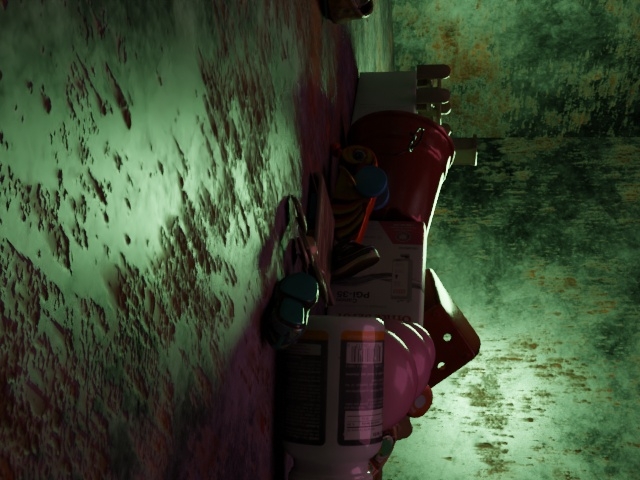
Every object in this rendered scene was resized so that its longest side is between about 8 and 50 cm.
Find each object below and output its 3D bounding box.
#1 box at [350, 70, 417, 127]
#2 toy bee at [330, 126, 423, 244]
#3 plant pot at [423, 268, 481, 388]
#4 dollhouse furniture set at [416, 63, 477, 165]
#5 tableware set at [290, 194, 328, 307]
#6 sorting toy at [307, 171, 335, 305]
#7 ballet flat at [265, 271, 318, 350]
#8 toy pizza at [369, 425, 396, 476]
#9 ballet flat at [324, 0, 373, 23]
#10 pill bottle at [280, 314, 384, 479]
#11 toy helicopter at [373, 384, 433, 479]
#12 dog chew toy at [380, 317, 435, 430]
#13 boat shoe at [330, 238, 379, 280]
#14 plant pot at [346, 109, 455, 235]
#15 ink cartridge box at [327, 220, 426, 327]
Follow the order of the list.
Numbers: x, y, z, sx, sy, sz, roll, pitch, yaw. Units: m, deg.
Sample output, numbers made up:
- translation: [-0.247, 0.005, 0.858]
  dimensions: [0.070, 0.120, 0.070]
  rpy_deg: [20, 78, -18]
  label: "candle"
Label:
- translation: [0.180, -0.286, 2.427]
  dimensions: [0.345, 0.168, 0.215]
  rpy_deg: [-79, 167, -48]
  label: "box"
- translation: [0.079, -0.133, 1.914]
  dimensions: [0.298, 0.162, 0.195]
  rpy_deg: [-53, 160, -33]
  label: "toy bee"
- translation: [0.283, 0.272, 2.414]
  dimensions: [0.267, 0.267, 0.236]
  rpy_deg: [55, 3, -7]
  label: "plant pot"
- translation: [0.347, -0.336, 2.424]
  dimensions: [0.212, 0.161, 0.242]
  rpy_deg: [67, 25, -68]
  label: "dollhouse furniture set"
- translation: [-0.021, 0.017, 1.421]
  dimensions: [0.141, 0.020, 0.168]
  rpy_deg: [-114, -171, -49]
  label: "tableware set"
- translation: [0.000, 0.000, 1.683]
  dimensions: [0.193, 0.038, 0.208]
  rpy_deg: [73, 15, -65]
  label: "sorting toy"
- translation: [-0.047, 0.105, 1.303]
  dimensions: [0.188, 0.070, 0.070]
  rpy_deg: [-61, 151, -69]
  label: "ballet flat"
- translation: [0.091, 0.451, 1.903]
  dimensions: [0.032, 0.201, 0.201]
  rpy_deg: [29, -51, 49]
  label: "toy pizza"
- translation: [0.047, -0.523, 1.652]
  dimensions: [0.348, 0.123, 0.123]
  rpy_deg: [67, 25, -70]
  label: "ballet flat"
- translation: [0.019, 0.257, 1.381]
  dimensions: [0.162, 0.162, 0.278]
  rpy_deg: [29, 62, -81]
  label: "pill bottle"
- translation: [0.109, 0.463, 2.011]
  dimensions: [0.140, 0.235, 0.355]
  rpy_deg: [20, -73, 53]
  label: "toy helicopter"
- translation: [0.116, 0.242, 1.694]
  dimensions: [0.332, 0.207, 0.206]
  rpy_deg: [-17, 110, -59]
  label: "dog chew toy"
- translation: [0.053, 0.034, 1.794]
  dimensions: [0.223, 0.080, 0.073]
  rpy_deg: [142, -68, -71]
  label: "boat shoe"
- translation: [0.170, -0.125, 2.119]
  dimensions: [0.272, 0.272, 0.265]
  rpy_deg: [79, 21, -55]
  label: "plant pot"
- translation: [0.128, 0.102, 1.957]
  dimensions: [0.117, 0.207, 0.283]
  rpy_deg: [80, 13, -56]
  label: "ink cartridge box"
